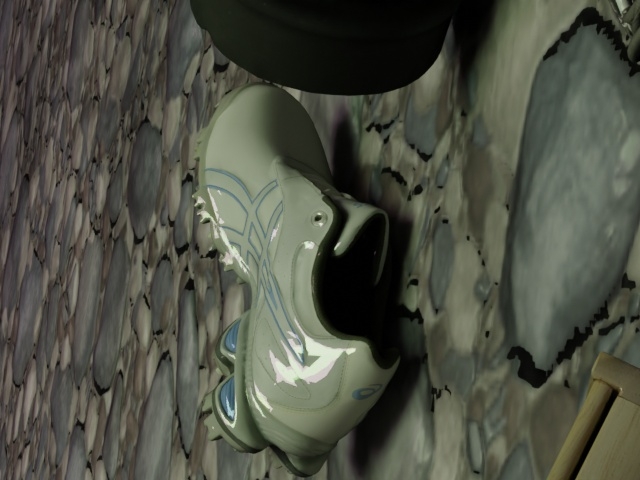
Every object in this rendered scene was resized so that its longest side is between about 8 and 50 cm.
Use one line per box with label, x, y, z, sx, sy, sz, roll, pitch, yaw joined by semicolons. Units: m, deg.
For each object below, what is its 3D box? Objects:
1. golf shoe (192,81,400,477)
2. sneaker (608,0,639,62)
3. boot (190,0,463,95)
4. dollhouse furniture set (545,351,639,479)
golf shoe;0.000;0.000;0.678;0.086;0.069;0.176;-39;46;37
sneaker;0.079;-0.076;0.423;0.061;0.065;0.158;137;138;-64
boot;0.012;-0.251;0.594;0.260;0.131;0.348;109;150;-51
dollhouse furniture set;0.010;0.117;0.462;0.182;0.101;0.161;-62;-13;-14
